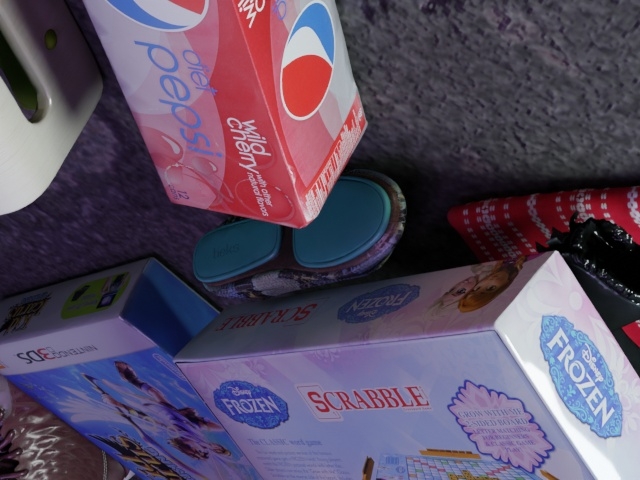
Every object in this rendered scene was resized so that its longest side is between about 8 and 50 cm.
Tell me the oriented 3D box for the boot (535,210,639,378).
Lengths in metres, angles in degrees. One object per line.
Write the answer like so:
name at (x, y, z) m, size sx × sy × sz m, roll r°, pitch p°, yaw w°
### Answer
boot at (0.156, 0.041, 0.722) m, size 0.121 × 0.045 × 0.099 m, roll 36°, pitch 148°, yaw -4°

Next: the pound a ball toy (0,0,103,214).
pound a ball toy at (-0.212, -0.143, 0.681) m, size 0.208 × 0.136 × 0.319 m, roll 11°, pitch 147°, yaw 25°

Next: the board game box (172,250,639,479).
board game box at (0.096, 0.165, 0.822) m, size 0.318 × 0.066 × 0.318 m, roll -12°, pitch 118°, yaw 53°

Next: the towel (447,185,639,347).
towel at (0.224, 0.041, 0.733) m, size 0.275 × 0.031 × 0.199 m, roll -2°, pitch 138°, yaw 40°

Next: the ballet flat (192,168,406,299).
ballet flat at (0.000, 0.000, 0.825) m, size 0.188 × 0.070 × 0.070 m, roll -10°, pitch 134°, yaw 48°

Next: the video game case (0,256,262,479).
video game case at (-0.121, 0.133, 1.108) m, size 0.269 × 0.061 × 0.244 m, roll 42°, pitch 147°, yaw -26°

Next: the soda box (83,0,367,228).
soda box at (-0.054, -0.120, 0.646) m, size 0.092 × 0.083 × 0.263 m, roll 12°, pitch 146°, yaw 23°

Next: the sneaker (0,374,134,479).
sneaker at (-0.288, 0.183, 1.211) m, size 0.106 × 0.162 × 0.281 m, roll -11°, pitch 133°, yaw 47°
